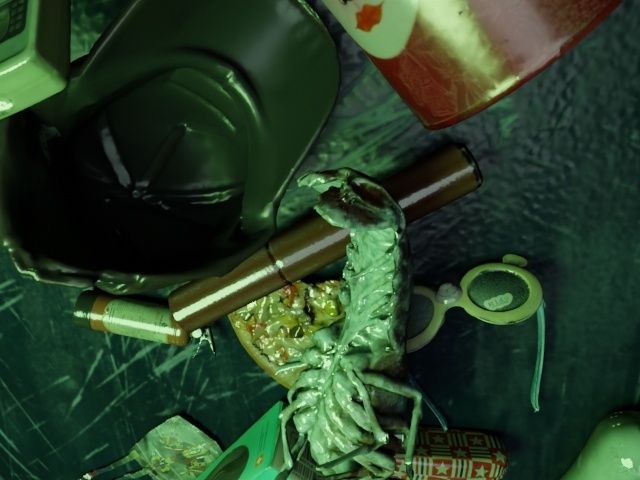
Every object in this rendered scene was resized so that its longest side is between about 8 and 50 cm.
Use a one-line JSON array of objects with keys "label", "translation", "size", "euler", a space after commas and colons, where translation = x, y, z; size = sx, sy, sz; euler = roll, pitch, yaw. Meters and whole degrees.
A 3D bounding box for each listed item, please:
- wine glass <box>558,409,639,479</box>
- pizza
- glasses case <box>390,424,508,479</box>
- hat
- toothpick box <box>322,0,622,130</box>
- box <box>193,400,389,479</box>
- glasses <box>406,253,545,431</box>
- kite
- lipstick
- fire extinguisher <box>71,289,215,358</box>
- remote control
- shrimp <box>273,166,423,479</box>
[{"label": "wine glass", "translation": [0.373, 0.265, 0.647], "size": [0.103, 0.103, 0.231], "euler": [20, 118, -3]}, {"label": "pizza", "translation": [-0.013, 0.093, 0.642], "size": [0.195, 0.052, 0.185], "euler": [-26, 110, 18]}, {"label": "glasses case", "translation": [0.141, 0.279, 0.692], "size": [0.194, 0.073, 0.049], "euler": [3, 108, 5]}, {"label": "hat", "translation": [-0.142, -0.102, 0.530], "size": [0.238, 0.209, 0.336], "euler": [38, 85, -21]}, {"label": "toothpick box", "translation": [0.053, -0.273, 0.392], "size": [0.204, 0.204, 0.333], "euler": [-39, 104, 20]}, {"label": "box", "translation": [-0.077, 0.394, 0.742], "size": [0.205, 0.118, 0.311], "euler": [40, 112, -12]}, {"label": "glasses", "translation": [0.178, 0.145, 0.622], "size": [0.189, 0.088, 0.221], "euler": [-19, 110, 13]}, {"label": "kite", "translation": [-0.250, 0.339, 0.795], "size": [0.245, 0.015, 0.141], "euler": [-27, 110, 15]}, {"label": "lipstick", "translation": [0.000, 0.000, 0.575], "size": [0.356, 0.057, 0.057], "euler": [-26, 108, 9]}, {"label": "fire extinguisher", "translation": [-0.212, 0.104, 0.668], "size": [0.177, 0.050, 0.062], "euler": [11, 88, 2]}, {"label": "remote control", "translation": [-0.263, -0.221, 0.442], "size": [0.123, 0.286, 0.038], "euler": [-17, 155, 13]}, {"label": "shrimp", "translation": [0.026, 0.134, 0.538], "size": [0.165, 0.221, 0.411], "euler": [2, 110, -31]}]
